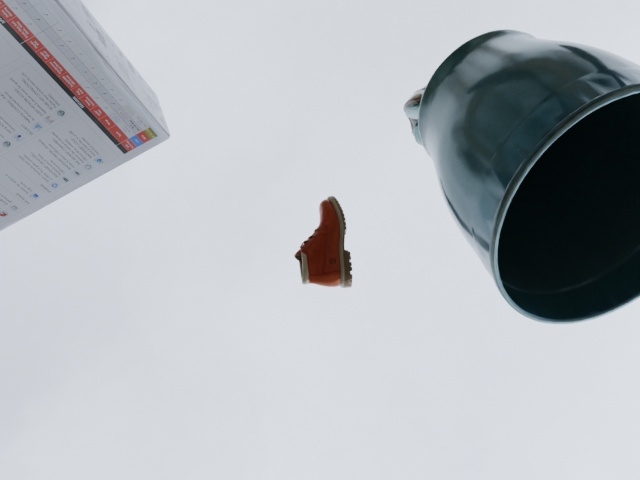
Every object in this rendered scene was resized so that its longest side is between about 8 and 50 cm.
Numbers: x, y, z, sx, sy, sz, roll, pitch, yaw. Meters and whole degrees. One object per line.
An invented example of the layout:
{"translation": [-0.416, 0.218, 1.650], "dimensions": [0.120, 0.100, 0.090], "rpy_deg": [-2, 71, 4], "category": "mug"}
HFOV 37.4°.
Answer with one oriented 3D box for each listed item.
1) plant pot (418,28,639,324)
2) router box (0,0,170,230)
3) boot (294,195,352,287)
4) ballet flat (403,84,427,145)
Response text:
{"translation": [0.240, -0.094, 1.010], "dimensions": [0.271, 0.272, 0.255], "rpy_deg": [-37, -140, 3], "category": "plant pot"}
{"translation": [-0.379, -0.163, 1.048], "dimensions": [0.301, 0.335, 0.082], "rpy_deg": [-27, -125, 6], "category": "router box"}
{"translation": [0.000, 0.000, 1.452], "dimensions": [0.084, 0.059, 0.158], "rpy_deg": [-3, -122, -4], "category": "boot"}
{"translation": [0.170, -0.208, 1.495], "dimensions": [0.073, 0.206, 0.067], "rpy_deg": [14, -100, 7], "category": "ballet flat"}
